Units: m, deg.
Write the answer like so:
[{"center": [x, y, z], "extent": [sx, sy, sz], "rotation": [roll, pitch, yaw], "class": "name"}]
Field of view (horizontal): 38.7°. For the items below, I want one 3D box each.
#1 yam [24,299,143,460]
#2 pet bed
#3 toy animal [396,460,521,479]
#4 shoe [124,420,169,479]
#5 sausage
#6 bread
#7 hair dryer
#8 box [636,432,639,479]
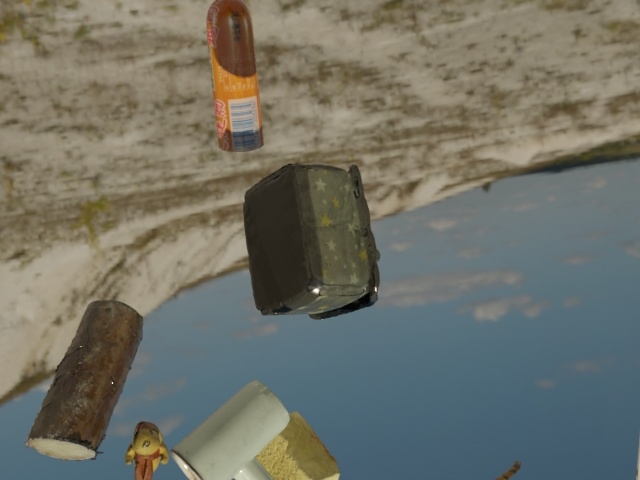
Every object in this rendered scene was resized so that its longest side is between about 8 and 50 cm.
[{"center": [-0.401, 0.247, 1.586], "extent": [0.131, 0.279, 0.131], "rotation": [11, 146, 8], "class": "yam"}, {"center": [0.000, 0.000, 1.331], "extent": [0.159, 0.211, 0.183], "rotation": [2, 161, -34], "class": "pet bed"}, {"center": [0.154, 0.349, 1.129], "extent": [0.255, 0.114, 0.116], "rotation": [-38, -149, -11], "class": "toy animal"}, {"center": [-0.295, 0.364, 1.557], "extent": [0.072, 0.109, 0.069], "rotation": [19, -154, -15], "class": "shoe"}, {"center": [-0.167, -0.331, 1.742], "extent": [0.093, 0.312, 0.093], "rotation": [-4, -160, 1], "class": "sausage"}, {"center": [-0.052, 0.362, 1.380], "extent": [0.068, 0.125, 0.188], "rotation": [-7, 138, -37], "class": "bread"}, {"center": [-0.047, 0.288, 1.042], "extent": [0.131, 0.236, 0.073], "rotation": [-39, 178, -21], "class": "hair dryer"}, {"center": [0.383, 0.228, 1.011], "extent": [0.040, 0.154, 0.084], "rotation": [1, 171, 34], "class": "box"}]
